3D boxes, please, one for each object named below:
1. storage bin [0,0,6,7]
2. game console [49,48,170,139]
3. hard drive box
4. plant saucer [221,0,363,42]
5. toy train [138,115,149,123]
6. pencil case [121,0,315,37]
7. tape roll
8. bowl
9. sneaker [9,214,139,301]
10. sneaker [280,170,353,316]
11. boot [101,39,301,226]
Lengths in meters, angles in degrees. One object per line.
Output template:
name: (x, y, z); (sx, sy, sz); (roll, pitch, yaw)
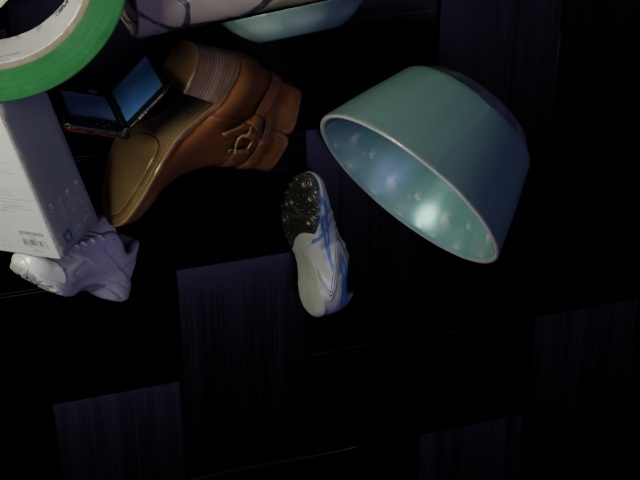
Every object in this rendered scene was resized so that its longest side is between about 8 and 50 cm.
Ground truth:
storage bin: (-0.422, -0.431, 1.599); (0.262, 0.123, 0.260); (-44, 124, 8)
game console: (-0.275, -0.198, 1.774); (0.124, 0.144, 0.085); (7, 115, -23)
hard drive box: (-0.412, -0.101, 1.752); (0.089, 0.181, 0.232); (-53, 138, -41)
plant saucer: (-0.030, -0.286, 1.785); (0.195, 0.195, 0.037); (-14, 99, -12)
toy train: (-0.226, -0.148, 1.893); (0.158, 0.027, 0.036); (31, 115, -32)
pencil case: (-0.082, -0.379, 1.735); (0.410, 0.160, 0.183); (-15, 100, -12)
tape roll: (-0.380, -0.317, 1.551); (0.321, 0.077, 0.321); (-7, 122, -12)
bowl: (0.169, -0.127, 1.917); (0.163, 0.311, 0.311); (-51, 125, -11)
sneaker: (-0.335, 0.015, 1.886); (0.232, 0.090, 0.115); (10, 102, -63)
sneaker: (0.000, 0.000, 2.038); (0.086, 0.085, 0.237); (-29, 125, -35)
boot: (-0.159, -0.127, 1.869); (0.220, 0.109, 0.283); (16, 103, -48)
